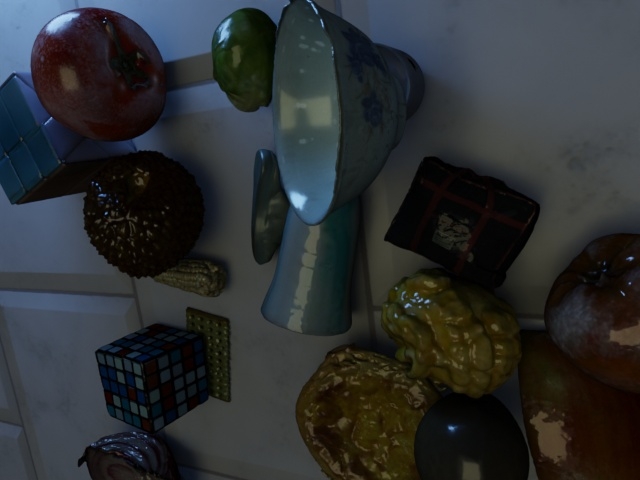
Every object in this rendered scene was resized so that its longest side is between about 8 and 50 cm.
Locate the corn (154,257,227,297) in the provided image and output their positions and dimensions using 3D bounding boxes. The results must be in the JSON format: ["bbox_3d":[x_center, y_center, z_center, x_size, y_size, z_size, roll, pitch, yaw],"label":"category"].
[{"bbox_3d":[-0.315,0.083,1.228,0.211,0.087,0.087,6,107,29],"label":"corn"}]

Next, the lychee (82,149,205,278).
[{"bbox_3d":[-0.381,-0.050,1.136,0.268,0.267,0.267,7,107,25],"label":"lychee"}]

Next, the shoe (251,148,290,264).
[{"bbox_3d":[-0.093,-0.066,1.070,0.100,0.103,0.251,-1,120,-9],"label":"shoe"}]

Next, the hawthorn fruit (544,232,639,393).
[{"bbox_3d":[0.468,0.105,0.765,0.235,0.263,0.231,-64,34,14],"label":"hawthorn fruit"}]

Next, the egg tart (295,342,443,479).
[{"bbox_3d":[0.118,0.364,1.054,0.341,0.129,0.341,6,105,25],"label":"egg tart"}]

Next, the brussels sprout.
[{"bbox_3d":[-0.131,-0.338,0.974,0.180,0.144,0.161,118,144,-64],"label":"brussels sprout"}]

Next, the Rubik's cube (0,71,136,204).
[{"bbox_3d":[-0.616,-0.241,1.209,0.225,0.221,0.231,-26,91,31],"label":"Rubik's cube"}]

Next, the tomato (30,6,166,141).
[{"bbox_3d":[-0.459,-0.339,1.078,0.227,0.270,0.270,-7,101,35],"label":"tomato"}]

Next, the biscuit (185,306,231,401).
[{"bbox_3d":[-0.282,0.288,1.303,0.139,0.016,0.231,11,108,25],"label":"biscuit"}]

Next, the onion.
[{"bbox_3d":[-0.495,0.657,1.451,0.315,0.146,0.280,10,122,15],"label":"onion"}]

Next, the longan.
[{"bbox_3d":[0.244,0.348,0.851,0.198,0.212,0.198,0,113,1],"label":"longan"}]

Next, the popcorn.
[{"bbox_3d":[0.215,0.150,0.877,0.250,0.250,0.189,19,95,21],"label":"popcorn"}]

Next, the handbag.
[{"bbox_3d":[0.236,-0.035,0.867,0.215,0.155,0.169,27,106,19],"label":"handbag"}]

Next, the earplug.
[{"bbox_3d":[0.000,0.000,1.005,0.185,0.185,0.323,15,102,23],"label":"earplug"}]

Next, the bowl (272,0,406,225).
[{"bbox_3d":[0.035,-0.182,0.751,0.146,0.313,0.313,-7,105,-17],"label":"bowl"}]

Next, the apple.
[{"bbox_3d":[0.447,0.318,0.875,0.179,0.254,0.345,-4,105,71],"label":"apple"}]

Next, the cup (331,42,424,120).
[{"bbox_3d":[0.091,-0.267,0.885,0.174,0.142,0.134,28,115,18],"label":"cup"}]

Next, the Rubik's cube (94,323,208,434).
[{"bbox_3d":[-0.404,0.326,1.266,0.182,0.187,0.184,4,107,35],"label":"Rubik's cube"}]
